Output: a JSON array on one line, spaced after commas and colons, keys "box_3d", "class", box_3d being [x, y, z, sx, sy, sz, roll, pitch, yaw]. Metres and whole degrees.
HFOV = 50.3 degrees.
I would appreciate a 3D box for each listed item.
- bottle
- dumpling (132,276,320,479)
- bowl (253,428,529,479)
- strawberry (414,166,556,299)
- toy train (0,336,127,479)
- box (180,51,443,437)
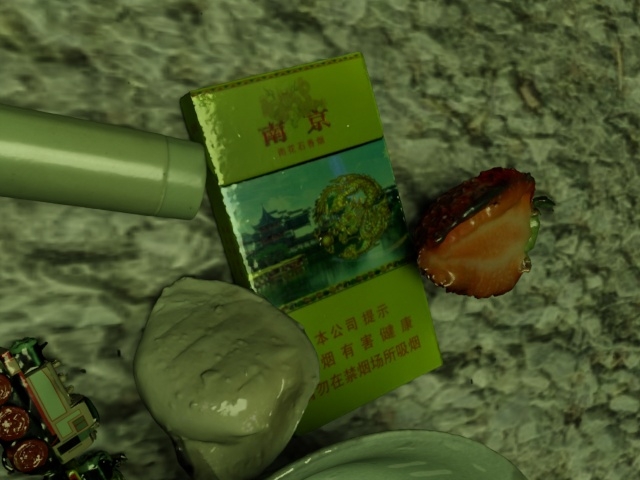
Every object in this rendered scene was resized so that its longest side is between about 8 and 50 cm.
[{"box_3d": [-0.198, -0.063, 0.550, 0.201, 0.072, 0.072, 8, 88, -28], "class": "bottle"}, {"box_3d": [-0.077, 0.109, 0.575, 0.150, 0.176, 0.093, -14, 123, -4], "class": "dumpling"}, {"box_3d": [0.001, 0.354, 0.593, 0.434, 0.196, 0.435, -1, 91, -27], "class": "bowl"}, {"box_3d": [0.166, -0.008, 0.733, 0.192, 0.085, 0.140, -44, 128, -17], "class": "strawberry"}, {"box_3d": [-0.207, 0.191, 0.564, 0.085, 0.053, 0.250, -35, 106, -31], "class": "toy train"}, {"box_3d": [0.000, 0.000, 0.670, 0.186, 0.047, 0.335, -20, 99, -25], "class": "box"}]
